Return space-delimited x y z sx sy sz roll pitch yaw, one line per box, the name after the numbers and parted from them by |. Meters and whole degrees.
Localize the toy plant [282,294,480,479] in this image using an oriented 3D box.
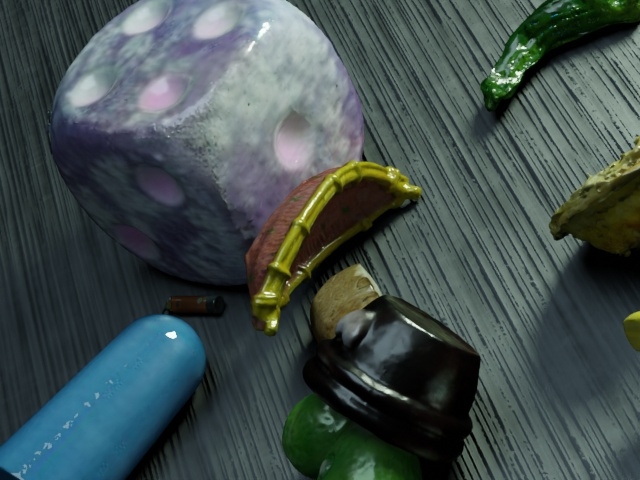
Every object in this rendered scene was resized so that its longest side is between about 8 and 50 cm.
0.056 0.185 1.841 0.235 0.175 0.218 -61 31 8 | toy plant

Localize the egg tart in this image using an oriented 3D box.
0.330 -0.049 1.902 0.212 0.212 0.090 -32 78 1 | egg tart

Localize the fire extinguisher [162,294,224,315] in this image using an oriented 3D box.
-0.152 0.078 2.195 0.083 0.022 0.028 -2 78 33 | fire extinguisher

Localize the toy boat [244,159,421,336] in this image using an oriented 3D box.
-0.005 -0.004 2.063 0.099 0.141 0.318 28 42 19 | toy boat

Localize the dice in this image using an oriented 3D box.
-0.131 -0.125 2.197 0.271 0.270 0.270 8 53 40 | dice

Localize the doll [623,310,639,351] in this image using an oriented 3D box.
0.434 -0.019 1.811 0.363 0.145 0.199 -42 30 -24 | doll

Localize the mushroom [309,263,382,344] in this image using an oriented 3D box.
0.044 0.097 2.002 0.094 0.072 0.210 -36 38 7 | mushroom

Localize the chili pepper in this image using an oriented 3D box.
0.299 -0.254 2.212 0.278 0.065 0.122 -31 47 5 | chili pepper

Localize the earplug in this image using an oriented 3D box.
-0.231 0.191 2.049 0.132 0.132 0.273 16 55 43 | earplug
